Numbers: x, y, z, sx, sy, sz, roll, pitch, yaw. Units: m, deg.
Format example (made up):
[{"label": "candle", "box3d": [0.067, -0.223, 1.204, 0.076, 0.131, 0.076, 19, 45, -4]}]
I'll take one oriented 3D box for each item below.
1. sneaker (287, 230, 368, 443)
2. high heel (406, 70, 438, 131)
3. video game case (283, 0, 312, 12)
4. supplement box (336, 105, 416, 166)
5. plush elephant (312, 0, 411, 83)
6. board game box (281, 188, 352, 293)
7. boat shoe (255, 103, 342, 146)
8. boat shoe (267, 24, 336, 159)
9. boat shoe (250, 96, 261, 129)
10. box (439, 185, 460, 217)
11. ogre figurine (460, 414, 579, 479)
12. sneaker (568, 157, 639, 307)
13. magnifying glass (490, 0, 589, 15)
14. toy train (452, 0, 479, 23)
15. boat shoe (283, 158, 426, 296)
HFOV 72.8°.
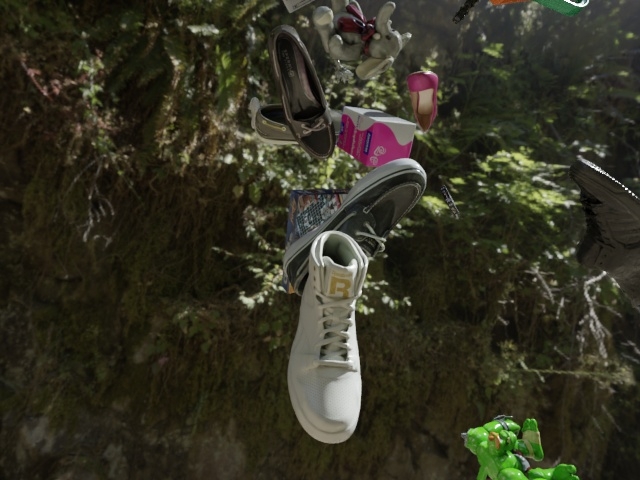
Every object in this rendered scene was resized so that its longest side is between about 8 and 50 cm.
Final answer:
[{"label": "sneaker", "box3d": [0.012, 0.115, 0.623, 0.108, 0.292, 0.169, 3, -48, -6]}, {"label": "high heel", "box3d": [0.281, -0.381, 1.198, 0.082, 0.117, 0.244, -1, 1, 13]}, {"label": "video game case", "box3d": [-0.009, -0.656, 1.080, 0.202, 0.023, 0.183, -23, 5, 10]}, {"label": "supplement box", "box3d": [0.134, -0.265, 1.101, 0.114, 0.111, 0.220, 0, 24, -20]}, {"label": "plush elephant", "box3d": [0.150, -0.662, 1.403, 0.256, 0.271, 0.329, 5, -40, 20]}, {"label": "board game box", "box3d": [0.000, 0.000, 1.024, 0.165, 0.243, 0.042, -4, 24, -29]}, {"label": "boat shoe", "box3d": [-0.028, -0.325, 1.204, 0.305, 0.109, 0.091, -1, -21, -6]}, {"label": "boat shoe", "box3d": [-0.046, -0.346, 1.058, 0.112, 0.335, 0.095, -19, 23, 4]}, {"label": "boat shoe", "box3d": [-0.191, -0.390, 1.321, 0.035, 0.100, 0.035, -7, -10, 40]}, {"label": "box", "box3d": [0.390, -0.117, 1.309, 0.018, 0.083, 0.067, -28, -53, 19]}, {"label": "ogre figurine", "box3d": [0.307, 0.346, 0.678, 0.118, 0.096, 0.197, 1, 31, -11]}, {"label": "sneaker", "box3d": [0.296, -0.005, 0.445, 0.170, 0.089, 0.051, 30, 29, -13]}, {"label": "magnifying glass", "box3d": [0.321, -0.367, 0.633, 0.231, 0.092, 0.026, -24, -5, -32]}, {"label": "toy train", "box3d": [0.385, -0.609, 1.110, 0.027, 0.158, 0.036, 41, -16, -6]}, {"label": "boat shoe", "box3d": [0.074, -0.009, 0.819, 0.121, 0.335, 0.119, 38, 17, -35]}]
